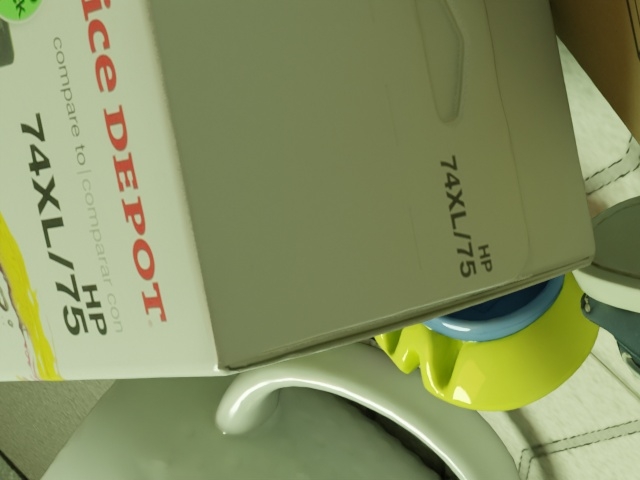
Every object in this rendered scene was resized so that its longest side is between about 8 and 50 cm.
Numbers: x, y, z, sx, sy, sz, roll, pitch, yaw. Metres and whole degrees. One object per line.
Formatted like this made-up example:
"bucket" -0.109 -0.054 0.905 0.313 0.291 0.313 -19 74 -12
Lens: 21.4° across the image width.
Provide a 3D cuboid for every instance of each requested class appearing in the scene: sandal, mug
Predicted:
"sandal" 0.001 -0.036 0.873 0.317 0.126 0.138 20 142 35
"mug" -0.004 0.217 1.126 0.328 0.276 0.374 33 129 11

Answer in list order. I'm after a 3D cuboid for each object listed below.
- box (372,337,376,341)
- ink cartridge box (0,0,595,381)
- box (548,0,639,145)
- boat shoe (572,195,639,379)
"box" 0.000 0.000 1.034 0.162 0.029 0.116 25 147 42
"ink cartridge box" -0.062 -0.058 0.699 0.270 0.197 0.198 -7 95 50
"box" 0.144 -0.067 0.575 0.201 0.021 0.164 58 159 27
"boat shoe" 0.196 0.049 0.668 0.254 0.095 0.079 19 142 53
